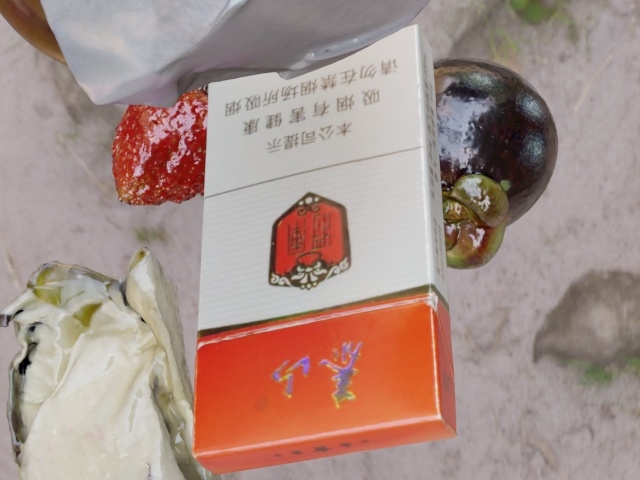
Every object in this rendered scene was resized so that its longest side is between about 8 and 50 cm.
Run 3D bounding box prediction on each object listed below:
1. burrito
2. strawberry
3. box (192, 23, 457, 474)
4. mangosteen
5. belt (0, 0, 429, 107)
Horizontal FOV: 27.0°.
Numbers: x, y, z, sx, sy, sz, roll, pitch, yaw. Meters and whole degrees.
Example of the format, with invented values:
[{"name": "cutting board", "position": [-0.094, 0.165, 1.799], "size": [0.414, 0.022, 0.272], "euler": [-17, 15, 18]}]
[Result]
[{"name": "burrito", "position": [-0.185, 0.179, 1.249], "size": [0.190, 0.135, 0.331], "euler": [-14, 80, 26]}, {"name": "strawberry", "position": [-0.181, -0.118, 1.578], "size": [0.147, 0.082, 0.187], "euler": [33, 62, 6]}, {"name": "box", "position": [0.000, 0.000, 0.724], "size": [0.139, 0.035, 0.245], "euler": [-11, 56, 19]}, {"name": "mangosteen", "position": [0.196, -0.116, 1.879], "size": [0.288, 0.288, 0.288], "euler": [-4, 65, 8]}, {"name": "belt", "position": [-0.033, -0.217, 0.465], "size": [0.217, 0.122, 0.338], "euler": [27, 117, 34]}]
